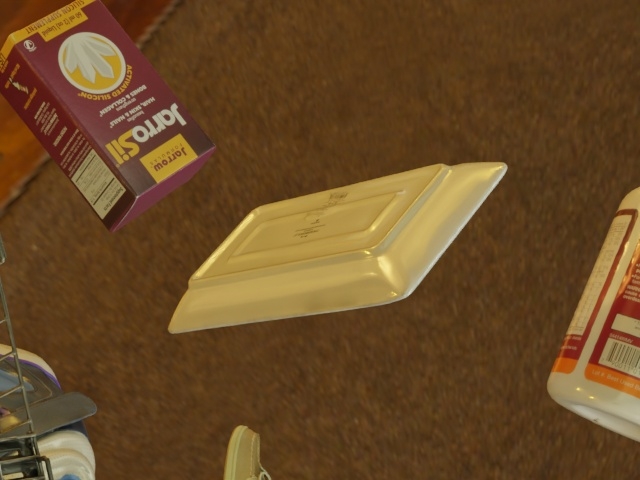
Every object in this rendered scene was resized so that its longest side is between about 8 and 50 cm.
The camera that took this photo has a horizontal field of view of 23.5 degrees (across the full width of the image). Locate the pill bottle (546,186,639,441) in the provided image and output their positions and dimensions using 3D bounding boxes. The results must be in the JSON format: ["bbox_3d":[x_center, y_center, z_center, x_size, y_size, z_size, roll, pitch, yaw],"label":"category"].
[{"bbox_3d":[0.261,0.035,1.133,0.121,0.121,0.221,22,81,15],"label":"pill bottle"}]

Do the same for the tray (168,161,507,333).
[{"bbox_3d":[0.000,0.000,1.107,0.145,0.270,0.030,-48,113,-34],"label":"tray"}]

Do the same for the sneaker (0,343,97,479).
[{"bbox_3d":[-0.371,0.194,1.523,0.130,0.322,0.236,-59,38,21],"label":"sneaker"}]

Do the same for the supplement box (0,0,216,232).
[{"bbox_3d":[-0.200,-0.118,1.408,0.104,0.081,0.188,-37,87,-34],"label":"supplement box"}]

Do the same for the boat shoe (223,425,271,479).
[{"bbox_3d":[-0.050,0.220,1.190,0.048,0.056,0.153,-2,74,5],"label":"boat shoe"}]

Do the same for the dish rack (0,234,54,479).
[{"bbox_3d":[-0.268,0.073,0.916,0.074,0.208,0.272,-27,74,39],"label":"dish rack"}]
